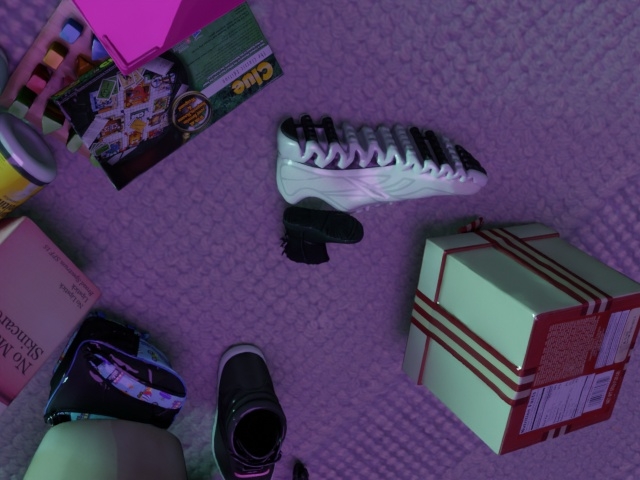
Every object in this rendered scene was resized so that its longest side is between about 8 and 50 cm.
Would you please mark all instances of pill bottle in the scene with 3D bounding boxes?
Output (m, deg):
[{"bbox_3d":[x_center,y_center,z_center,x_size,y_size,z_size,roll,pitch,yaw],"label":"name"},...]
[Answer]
[{"bbox_3d":[-0.426,-0.067,0.976,0.184,0.103,0.103,-35,118,6],"label":"pill bottle"}]

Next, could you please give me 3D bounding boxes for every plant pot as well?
[{"bbox_3d":[-0.291,0.401,1.049,0.322,0.281,0.323,0,148,0],"label":"plant pot"}]

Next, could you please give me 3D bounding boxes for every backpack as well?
[{"bbox_3d":[-0.283,0.202,1.133,0.173,0.117,0.158,25,108,-22],"label":"backpack"}]

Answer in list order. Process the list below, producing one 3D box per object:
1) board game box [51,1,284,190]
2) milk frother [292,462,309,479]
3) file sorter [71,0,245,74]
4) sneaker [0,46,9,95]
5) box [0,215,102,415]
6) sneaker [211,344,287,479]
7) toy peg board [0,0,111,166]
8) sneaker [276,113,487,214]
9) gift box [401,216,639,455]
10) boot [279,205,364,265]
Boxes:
[{"bbox_3d":[-0.178,-0.189,0.963,0.259,0.030,0.136,-37,121,-14],"label":"board game box"},{"bbox_3d":[-0.071,0.459,1.331,0.134,0.129,0.143,-14,75,-6],"label":"milk frother"},{"bbox_3d":[-0.205,-0.369,0.830,0.202,0.182,0.291,-31,119,3],"label":"file sorter"},{"bbox_3d":[-0.483,-0.143,0.895,0.255,0.151,0.094,-21,128,0],"label":"sneaker"},{"bbox_3d":[-0.415,0.102,0.983,0.149,0.126,0.232,53,54,-29],"label":"box"},{"bbox_3d":[-0.110,0.321,1.214,0.104,0.147,0.296,-5,118,-12],"label":"sneaker"},{"bbox_3d":[-0.284,-0.180,0.965,0.161,0.079,0.161,34,105,-25],"label":"toy peg board"},{"bbox_3d":[0.080,-0.092,1.082,0.291,0.110,0.118,7,122,-7],"label":"sneaker"},{"bbox_3d":[0.288,0.128,1.150,0.276,0.258,0.255,-3,116,-33],"label":"gift box"},{"bbox_3d":[0.000,0.001,1.100,0.121,0.045,0.099,12,147,9],"label":"boot"}]
